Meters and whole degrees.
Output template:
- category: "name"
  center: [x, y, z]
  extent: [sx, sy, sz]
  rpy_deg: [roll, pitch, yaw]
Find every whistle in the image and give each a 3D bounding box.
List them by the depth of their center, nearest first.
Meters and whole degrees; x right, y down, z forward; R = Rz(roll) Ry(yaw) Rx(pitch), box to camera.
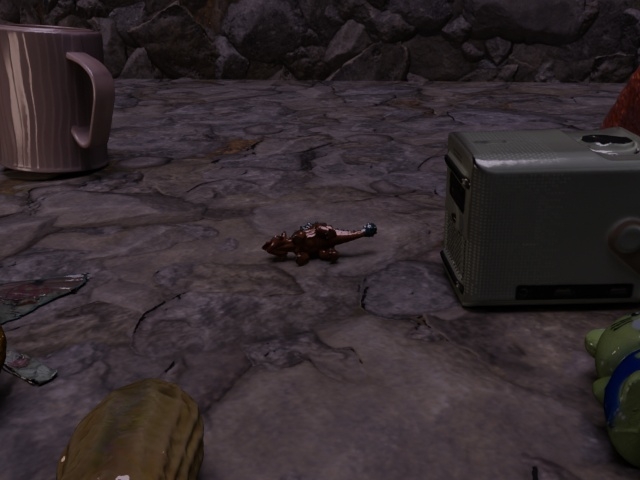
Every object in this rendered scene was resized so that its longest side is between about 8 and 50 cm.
- category: "whistle"
  center: [0.258, 0.118, 0.492]
  extent: [0.105, 0.085, 0.227]
  rpy_deg: [-3, 20, 20]

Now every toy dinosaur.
- category: "toy dinosaur"
  center: [0.000, 0.000, 0.857]
  extent: [0.154, 0.049, 0.055]
  rpy_deg: [-9, 19, -6]

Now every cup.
- category: "cup"
  center: [-0.515, -0.267, 1.261]
  extent: [0.208, 0.273, 0.288]
  rpy_deg: [-3, 19, -23]

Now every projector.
- category: "projector"
  center: [0.265, -0.031, 0.745]
  extent: [0.243, 0.177, 0.163]
  rpy_deg: [0, 23, 1]

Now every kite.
- category: "kite"
  center: [-0.379, 0.095, 0.691]
  extent: [0.314, 0.011, 0.335]
  rpy_deg: [11, 26, 28]

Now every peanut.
- category: "peanut"
  center: [-0.128, 0.158, 0.417]
  extent: [0.093, 0.083, 0.194]
  rpy_deg: [0, 22, 5]

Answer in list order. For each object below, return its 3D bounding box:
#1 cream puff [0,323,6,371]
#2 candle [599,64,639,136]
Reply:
- category: "cream puff"
  center: [-0.338, 0.093, 0.551]
  extent: [0.144, 0.103, 0.126]
  rpy_deg: [19, 36, 18]
- category: "candle"
  center: [0.438, -0.104, 0.790]
  extent: [0.131, 0.287, 0.317]
  rpy_deg: [-8, 25, -3]
